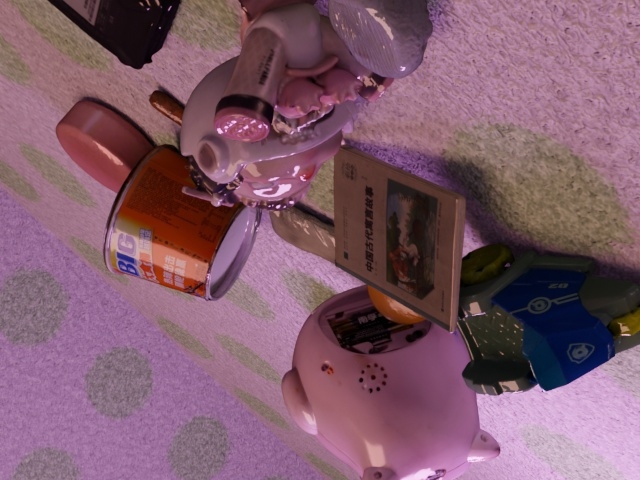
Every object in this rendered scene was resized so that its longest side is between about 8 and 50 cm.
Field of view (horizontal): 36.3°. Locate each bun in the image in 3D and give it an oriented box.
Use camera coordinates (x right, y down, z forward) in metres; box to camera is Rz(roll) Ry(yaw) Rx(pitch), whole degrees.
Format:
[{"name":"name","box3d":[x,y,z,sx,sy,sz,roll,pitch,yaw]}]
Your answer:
[{"name":"bun","box3d":[0.072,-0.255,1.116,0.141,0.083,0.141,42,163,16]}]

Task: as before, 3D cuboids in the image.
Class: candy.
[{"name":"candy","box3d":[-0.457,-0.194,2.105,0.255,0.094,0.255,31,160,13]}]

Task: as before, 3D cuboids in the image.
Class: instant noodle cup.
[{"name":"instant noodle cup","box3d":[-0.260,-0.021,1.923,0.214,0.296,0.296,24,158,12]}]

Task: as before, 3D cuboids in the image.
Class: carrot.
[{"name":"carrot","box3d":[-0.245,-0.219,1.789,0.165,0.035,0.035,37,160,-8]}]

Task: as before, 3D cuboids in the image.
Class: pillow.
[{"name":"pillow","box3d":[0.000,0.000,1.850,0.229,0.051,0.128,27,161,18]}]

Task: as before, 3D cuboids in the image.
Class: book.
[{"name":"book","box3d":[0.110,-0.009,1.448,0.283,0.025,0.215,27,124,50]}]

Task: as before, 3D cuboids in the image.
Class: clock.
[{"name":"clock","box3d":[0.126,0.262,1.754,0.376,0.368,0.250,-121,22,-43]}]

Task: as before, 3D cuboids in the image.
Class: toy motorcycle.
[{"name":"toy motorcycle","box3d":[0.308,0.127,1.385,0.326,0.200,0.191,-3,120,55]}]

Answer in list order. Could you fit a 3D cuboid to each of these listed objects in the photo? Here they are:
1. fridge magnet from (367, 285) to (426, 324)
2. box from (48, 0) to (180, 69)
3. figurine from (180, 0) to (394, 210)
[{"name":"fridge magnet","box3d":[0.147,0.075,1.690,0.143,0.143,0.063,26,-161,26]},{"name":"box","box3d":[-0.353,-0.404,1.492,0.289,0.073,0.290,39,160,-7]},{"name":"figurine","box3d":[-0.055,-0.181,1.321,0.361,0.253,0.211,126,134,-63]}]
